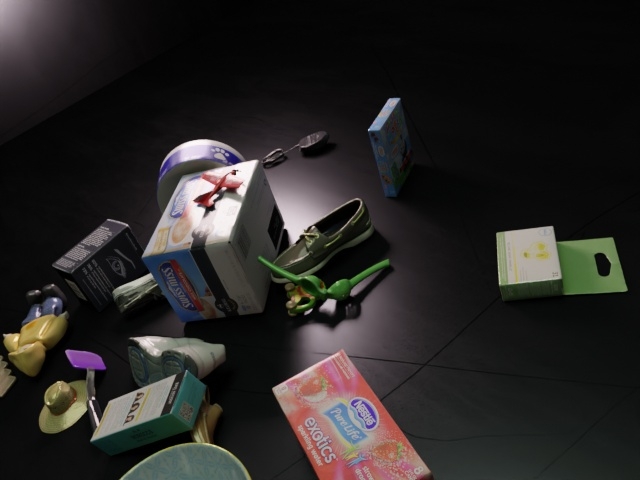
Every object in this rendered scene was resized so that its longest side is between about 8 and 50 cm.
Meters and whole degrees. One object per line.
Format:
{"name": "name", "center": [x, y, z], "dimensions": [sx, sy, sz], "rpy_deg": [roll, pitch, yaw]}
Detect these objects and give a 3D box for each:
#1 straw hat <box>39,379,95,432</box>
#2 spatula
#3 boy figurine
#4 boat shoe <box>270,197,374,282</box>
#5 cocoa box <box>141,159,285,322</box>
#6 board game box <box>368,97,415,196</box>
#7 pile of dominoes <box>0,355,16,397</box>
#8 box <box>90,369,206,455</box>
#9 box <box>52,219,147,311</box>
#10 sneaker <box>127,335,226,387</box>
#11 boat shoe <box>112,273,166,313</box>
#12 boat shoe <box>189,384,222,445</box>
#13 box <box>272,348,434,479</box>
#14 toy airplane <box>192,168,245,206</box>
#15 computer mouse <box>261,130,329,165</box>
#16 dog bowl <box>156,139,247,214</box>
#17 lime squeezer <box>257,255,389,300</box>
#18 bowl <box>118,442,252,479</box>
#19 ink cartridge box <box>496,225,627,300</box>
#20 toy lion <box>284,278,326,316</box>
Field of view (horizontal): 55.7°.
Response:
{"name": "straw hat", "center": [-0.592, 0.358, 1.375], "dimensions": [0.144, 0.061, 0.145], "rpy_deg": [-14, 37, 11]}
{"name": "spatula", "center": [-0.519, 0.342, 1.373], "dimensions": [0.030, 0.084, 0.296], "rpy_deg": [-59, 40, 20]}
{"name": "boy figurine", "center": [-0.750, 0.242, 1.580], "dimensions": [0.177, 0.092, 0.285], "rpy_deg": [-17, 33, 2]}
{"name": "boat shoe", "center": [-0.003, -0.002, 1.501], "dimensions": [0.305, 0.091, 0.109], "rpy_deg": [-31, 35, -20]}
{"name": "cocoa box", "center": [-0.252, -0.003, 1.521], "dimensions": [0.227, 0.232, 0.347], "rpy_deg": [-9, 38, 15]}
{"name": "board game box", "center": [0.195, -0.250, 1.632], "dimensions": [0.039, 0.212, 0.160], "rpy_deg": [4, 43, 30]}
{"name": "pile of dominoes", "center": [-0.887, 0.373, 1.544], "dimensions": [0.196, 0.040, 0.251], "rpy_deg": [-40, 48, -24]}
{"name": "box", "center": [-0.343, 0.346, 1.204], "dimensions": [0.244, 0.060, 0.101], "rpy_deg": [-25, 32, 29]}
{"name": "box", "center": [-0.598, 0.067, 1.674], "dimensions": [0.108, 0.153, 0.207], "rpy_deg": [13, 47, 38]}
{"name": "sneaker", "center": [-0.326, 0.265, 1.345], "dimensions": [0.297, 0.111, 0.129], "rpy_deg": [2, 10, 43]}
{"name": "boat shoe", "center": [-0.431, 0.125, 1.593], "dimensions": [0.219, 0.078, 0.070], "rpy_deg": [-26, 71, -12]}
{"name": "boat shoe", "center": [-0.230, 0.350, 1.208], "dimensions": [0.072, 0.068, 0.190], "rpy_deg": [-17, 35, -14]}
{"name": "box", "center": [0.056, 0.346, 1.002], "dimensions": [0.154, 0.142, 0.300], "rpy_deg": [-27, 37, -10]}
{"name": "toy airplane", "center": [-0.247, -0.127, 1.456], "dimensions": [0.151, 0.028, 0.151], "rpy_deg": [-14, 36, 10]}
{"name": "computer mouse", "center": [-0.080, -0.291, 1.977], "dimensions": [0.242, 0.041, 0.071], "rpy_deg": [-20, 37, 12]}
{"name": "dog bowl", "center": [-0.325, -0.144, 1.711], "dimensions": [0.264, 0.265, 0.104], "rpy_deg": [-16, 38, 7]}
{"name": "lime squeezer", "center": [0.007, 0.084, 1.391], "dimensions": [0.310, 0.059, 0.110], "rpy_deg": [2, 69, -1]}
{"name": "bowl", "center": [-0.208, 0.485, 0.944], "dimensions": [0.289, 0.156, 0.290], "rpy_deg": [-14, 37, 11]}
{"name": "ink cartridge box", "center": [0.490, 0.041, 1.252], "dimensions": [0.235, 0.056, 0.171], "rpy_deg": [-8, 38, 20]}
{"name": "toy lion", "center": [-0.033, 0.128, 1.422], "dimensions": [0.096, 0.034, 0.100], "rpy_deg": [-11, 37, 2]}
